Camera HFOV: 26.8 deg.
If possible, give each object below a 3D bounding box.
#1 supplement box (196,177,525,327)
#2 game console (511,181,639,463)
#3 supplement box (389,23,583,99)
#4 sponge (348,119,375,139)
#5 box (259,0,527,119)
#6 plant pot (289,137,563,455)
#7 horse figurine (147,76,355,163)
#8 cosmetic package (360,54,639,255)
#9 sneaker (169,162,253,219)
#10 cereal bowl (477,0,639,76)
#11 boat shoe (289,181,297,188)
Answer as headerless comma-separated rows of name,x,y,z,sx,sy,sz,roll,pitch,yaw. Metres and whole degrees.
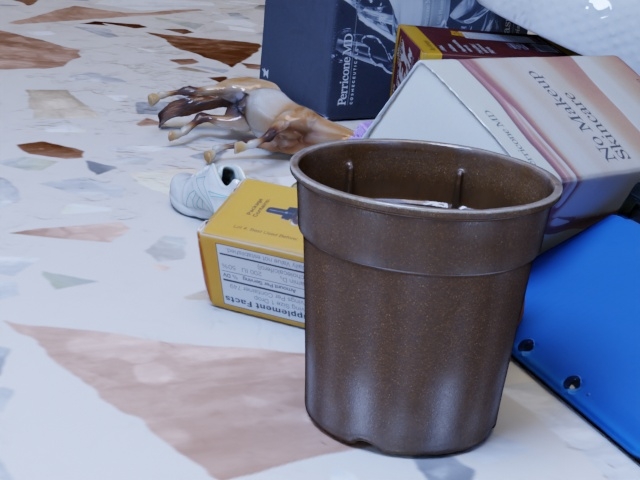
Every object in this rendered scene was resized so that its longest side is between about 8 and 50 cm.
supplement box,0.029,0.023,0.991,0.233,0.080,0.078,15,41,22
game console,0.293,0.084,0.981,0.250,0.173,0.293,31,6,-27
supplement box,0.190,-0.165,1.554,0.194,0.129,0.191,3,18,-7
sponge,0.129,-0.081,1.354,0.210,0.031,0.117,-16,59,-49
box,0.106,-0.345,1.746,0.312,0.343,0.179,-7,22,-30
plant pot,0.059,0.035,0.846,0.167,0.165,0.167,4,18,-1
horse figurine,-0.077,-0.132,1.490,0.174,0.066,0.263,-16,29,-34
cosmetic package,0.185,-0.065,1.142,0.296,0.129,0.153,-11,55,-47
sneaker,-0.092,-0.045,1.226,0.053,0.061,0.152,-8,21,-30
cereal bowl,0.364,-0.281,1.595,0.339,0.141,0.339,21,15,-6
boat shoe,-0.006,-0.032,1.196,0.045,0.050,0.135,-15,4,31
